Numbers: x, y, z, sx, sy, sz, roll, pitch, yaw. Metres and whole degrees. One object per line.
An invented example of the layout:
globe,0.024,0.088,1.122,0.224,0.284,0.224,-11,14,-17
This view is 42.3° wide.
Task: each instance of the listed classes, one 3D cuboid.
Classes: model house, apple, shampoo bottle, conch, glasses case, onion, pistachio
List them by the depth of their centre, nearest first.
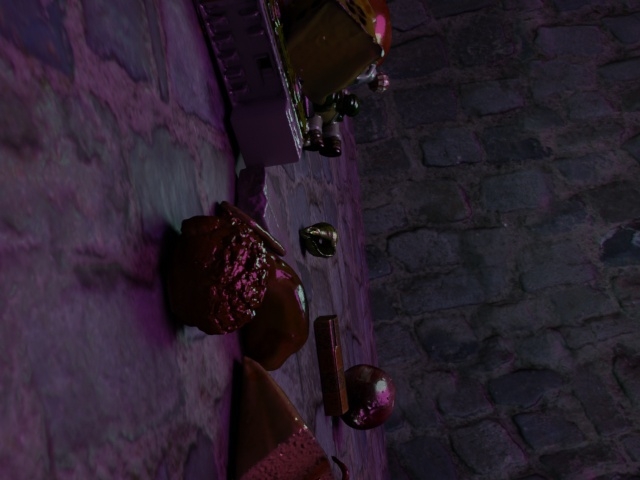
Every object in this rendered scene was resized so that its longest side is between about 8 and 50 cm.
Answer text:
pistachio,-0.065,0.096,1.190,0.110,0.100,0.189,-72,153,-72
model house,0.010,-0.429,1.685,0.175,0.193,0.234,40,31,-25
shampoo bottle,-0.048,-0.308,1.809,0.063,0.057,0.207,-42,125,-80
conch,0.000,0.000,1.829,0.089,0.074,0.121,50,17,25
glasses case,0.027,0.283,1.885,0.075,0.049,0.218,-34,117,-82
onion,0.102,0.395,2.015,0.195,0.159,0.159,-52,136,-61
apple,0.069,-0.567,2.194,0.260,0.216,0.260,174,-90,-79

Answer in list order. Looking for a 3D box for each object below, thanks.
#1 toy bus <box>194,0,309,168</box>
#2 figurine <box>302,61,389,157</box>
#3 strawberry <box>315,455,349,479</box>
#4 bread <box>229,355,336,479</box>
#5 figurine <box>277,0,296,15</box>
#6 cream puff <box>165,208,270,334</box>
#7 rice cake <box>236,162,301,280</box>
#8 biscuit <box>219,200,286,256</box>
toy bus,-0.099,-0.259,1.231,0.139,0.113,0.301,-87,165,-49
figurine,0.032,-0.390,1.991,0.167,0.281,0.370,-3,-104,59
strawberry,0.013,0.398,0.993,0.343,0.292,0.292,-111,-169,-74
bread,-0.084,0.290,1.164,0.178,0.135,0.240,47,-16,36
figurine,-0.093,-0.505,1.635,0.143,0.068,0.101,-107,177,-48
cream puff,-0.108,0.037,0.914,0.144,0.103,0.126,-78,162,-49
rice cake,-0.079,0.016,1.340,0.298,0.050,0.106,74,11,-50
biscuit,-0.094,-0.016,1.165,0.018,0.071,0.147,-52,146,-6
